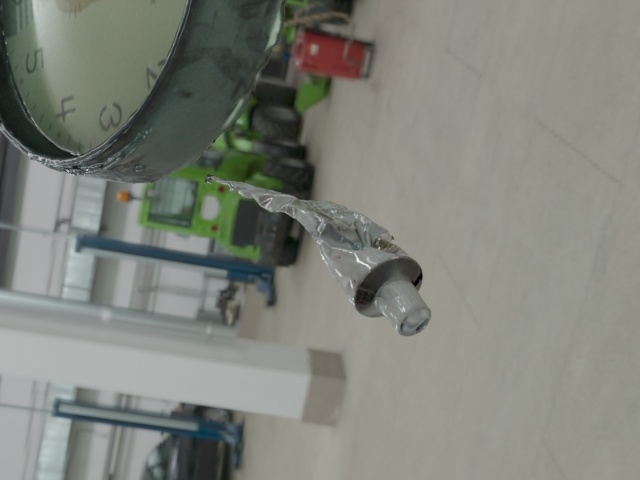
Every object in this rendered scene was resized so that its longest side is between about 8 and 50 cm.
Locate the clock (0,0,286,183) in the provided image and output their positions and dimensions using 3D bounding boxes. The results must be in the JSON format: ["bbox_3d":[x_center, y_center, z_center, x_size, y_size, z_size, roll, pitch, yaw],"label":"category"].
[{"bbox_3d":[-0.102,-0.140,0.498,0.226,0.049,0.226,0,90,47],"label":"clock"}]

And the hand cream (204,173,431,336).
[{"bbox_3d":[0.001,-0.003,0.751,0.257,0.084,0.050,40,114,54],"label":"hand cream"}]
